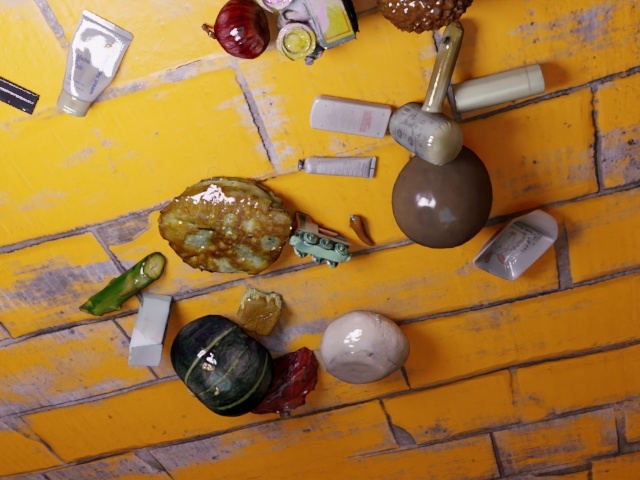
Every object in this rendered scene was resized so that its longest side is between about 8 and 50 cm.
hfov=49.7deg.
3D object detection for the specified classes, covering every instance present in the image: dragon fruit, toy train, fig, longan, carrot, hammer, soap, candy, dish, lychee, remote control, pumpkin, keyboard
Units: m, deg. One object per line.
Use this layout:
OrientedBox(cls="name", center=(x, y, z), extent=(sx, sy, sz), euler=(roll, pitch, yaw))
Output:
OrientedBox(cls="dragon fruit", center=(-0.119, 0.503, 2.243), extent=(0.317, 0.152, 0.205), euler=(-30, 127, 21))
OrientedBox(cls="toy train", center=(0.000, 0.000, 1.848), extent=(0.176, 0.118, 0.074), euler=(16, 133, -21))
OrientedBox(cls="fig", center=(-0.177, -0.449, 1.453), extent=(0.151, 0.128, 0.128), euler=(15, 128, -8))
OrientedBox(cls="longan", center=(0.299, -0.106, 1.692), extent=(0.258, 0.258, 0.258), euler=(-1, 130, -1))
OrientedBox(cls="carrot", center=(0.110, -0.027, 1.880), extent=(0.035, 0.035, 0.142), euler=(-20, 136, 14))
OrientedBox(cls="hammer", center=(0.264, -0.336, 1.548), extent=(0.113, 0.202, 0.305), euler=(0, 116, -32))
OrientedBox(cls="toy train", center=(-0.030, -0.491, 1.410), extent=(0.178, 0.134, 0.260), euler=(-18, 129, 12))
OrientedBox(cls="soap", center=(-0.480, 0.258, 1.965), extent=(0.091, 0.230, 0.145), euler=(9, 130, -10))
OrientedBox(cls="candy", center=(0.132, 0.313, 2.072), extent=(0.296, 0.185, 0.295), euler=(-3, 147, -2))
OrientedBox(cls="dish", center=(0.538, -0.002, 1.896), extent=(0.154, 0.064, 0.234), euler=(24, 126, -21))
OrientedBox(cls="lychee", center=(0.199, -0.514, 1.372), extent=(0.238, 0.200, 0.200), euler=(23, 141, 34))
OrientedBox(cls="remote control", center=(0.070, -0.295, 1.649), extent=(0.190, 0.029, 0.087), euler=(6, 130, -8))
OrientedBox(cls="pumpkin", center=(-0.289, 0.366, 2.025), extent=(0.241, 0.323, 0.323), euler=(-50, 125, -14))
OrientedBox(cls="keyboard", center=(-0.747, -0.354, 1.578), extent=(0.198, 0.010, 0.063), euler=(26, 126, -22))

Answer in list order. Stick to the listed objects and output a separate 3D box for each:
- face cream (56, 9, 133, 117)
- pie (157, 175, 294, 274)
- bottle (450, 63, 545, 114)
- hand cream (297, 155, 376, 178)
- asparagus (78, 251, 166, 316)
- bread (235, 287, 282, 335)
OrientedBox(cls="face cream", center=(-0.514, -0.386, 1.535), extent=(0.114, 0.070, 0.224), euler=(25, 116, -22))
OrientedBox(cls="pie", center=(-0.244, -0.035, 1.811), extent=(0.355, 0.102, 0.288), euler=(3, 131, 1))
OrientedBox(cls="bottle", center=(0.406, -0.349, 1.591), extent=(0.202, 0.072, 0.072), euler=(-13, 130, 8))
OrientedBox(cls="hand cream", center=(0.041, -0.187, 1.738), extent=(0.195, 0.042, 0.067), euler=(1, 123, -10))
OrientedBox(cls="asparagus", center=(-0.572, 0.143, 1.965), extent=(0.343, 0.085, 0.082), euler=(-32, 148, 20))
OrientedBox(cls="bread", center=(-0.184, 0.210, 2.044), extent=(0.128, 0.069, 0.140), euler=(17, 127, -15))
